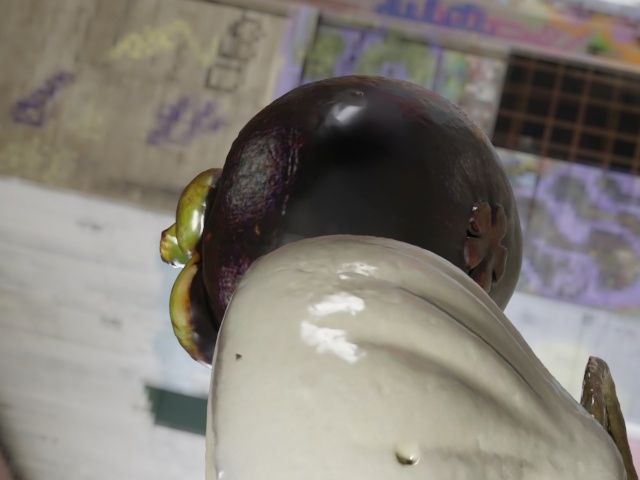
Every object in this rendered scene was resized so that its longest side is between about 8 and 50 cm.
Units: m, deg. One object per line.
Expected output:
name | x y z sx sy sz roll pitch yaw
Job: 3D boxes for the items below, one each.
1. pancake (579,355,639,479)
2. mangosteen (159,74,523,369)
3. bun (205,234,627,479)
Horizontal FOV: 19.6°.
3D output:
pancake | 0.209 0.179 1.321 0.199 0.021 0.199 -9 -90 -74
mangosteen | 0.000 0.000 1.460 0.275 0.302 0.275 3 -93 -56
bun | 0.031 0.065 0.474 0.138 0.094 0.138 -5 -90 -74
